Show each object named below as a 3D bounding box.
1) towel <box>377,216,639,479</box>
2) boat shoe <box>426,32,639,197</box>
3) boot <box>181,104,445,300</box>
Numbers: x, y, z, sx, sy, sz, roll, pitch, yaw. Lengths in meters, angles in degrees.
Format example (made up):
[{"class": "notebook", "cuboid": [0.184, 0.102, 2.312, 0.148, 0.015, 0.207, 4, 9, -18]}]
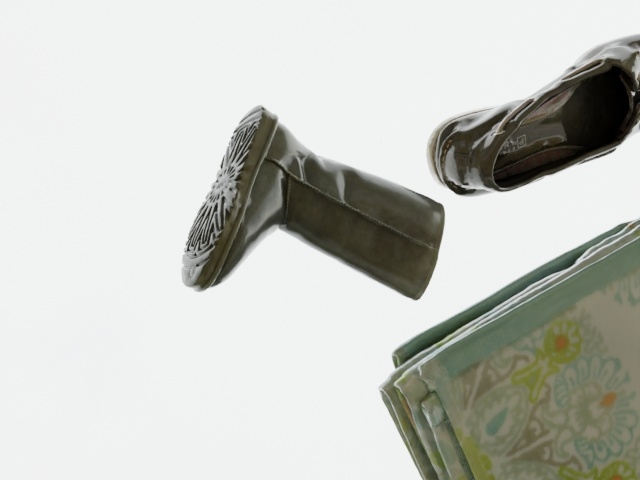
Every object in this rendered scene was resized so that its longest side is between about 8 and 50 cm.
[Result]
[{"class": "towel", "cuboid": [0.268, 0.182, 1.019, 0.374, 0.090, 0.320, -26, -81, -20]}, {"class": "boat shoe", "cuboid": [0.267, -0.123, 1.053, 0.335, 0.095, 0.112, -25, -65, -21]}, {"class": "boot", "cuboid": [0.001, 0.001, 0.889, 0.208, 0.076, 0.189, 34, -113, -26]}]
